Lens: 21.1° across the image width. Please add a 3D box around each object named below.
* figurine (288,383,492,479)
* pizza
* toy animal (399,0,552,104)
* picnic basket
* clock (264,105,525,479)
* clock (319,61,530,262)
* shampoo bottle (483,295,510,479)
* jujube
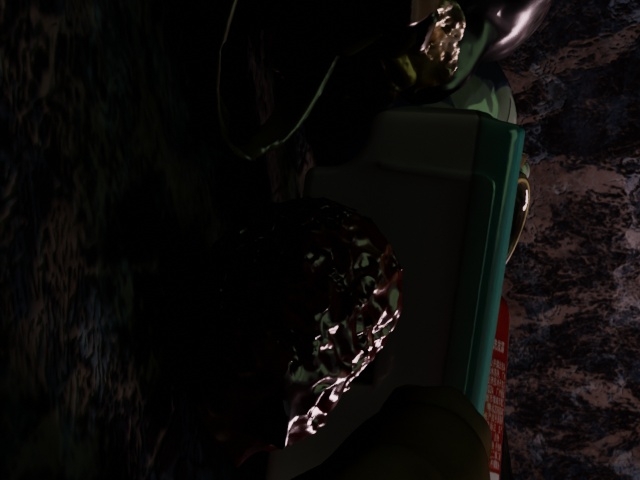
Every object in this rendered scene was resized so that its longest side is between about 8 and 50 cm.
[{"bbox_3d":[0.010,0.162,0.579,0.173,0.177,0.247,64,1,1],"label":"figurine"},{"bbox_3d":[0.013,-0.127,1.000,0.246,0.058,0.127,30,-39,64],"label":"pizza"},{"bbox_3d":[0.082,-0.219,1.087,0.303,0.194,0.344,54,-4,28],"label":"toy animal"},{"bbox_3d":[-0.012,-0.124,0.846,0.178,0.137,0.128,-67,153,-17],"label":"picnic basket"},{"bbox_3d":[0.041,0.048,1.016,0.231,0.116,0.262,-60,159,-84],"label":"clock"},{"bbox_3d":[0.080,-0.050,1.348,0.199,0.146,0.243,-47,147,-29],"label":"clock"},{"bbox_3d":[0.081,0.121,1.202,0.118,0.076,0.314,15,75,-41],"label":"shampoo bottle"},{"bbox_3d":[-0.012,0.034,0.807,0.166,0.104,0.104,-74,155,-68],"label":"jujube"}]
